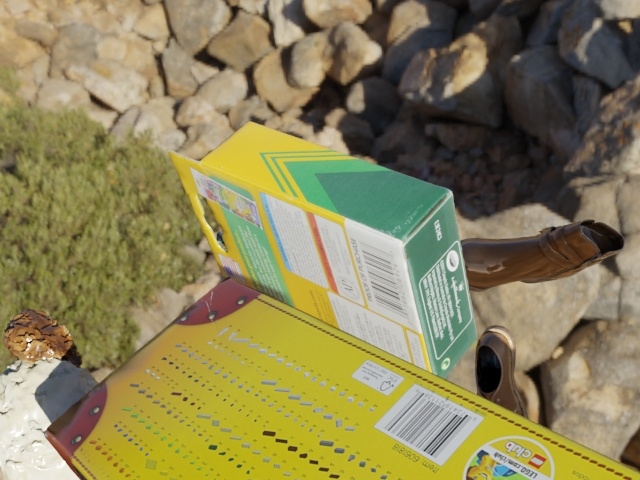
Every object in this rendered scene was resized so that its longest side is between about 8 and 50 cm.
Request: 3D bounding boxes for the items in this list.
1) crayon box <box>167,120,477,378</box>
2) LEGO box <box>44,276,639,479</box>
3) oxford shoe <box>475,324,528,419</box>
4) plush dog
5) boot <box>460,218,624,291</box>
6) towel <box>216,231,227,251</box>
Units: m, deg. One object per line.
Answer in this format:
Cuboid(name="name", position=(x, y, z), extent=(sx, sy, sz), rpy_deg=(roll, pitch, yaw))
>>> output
Cuboid(name="crayon box", position=(0.000, 0.000, 0.885), extent=(0.323, 0.203, 0.083), rpy_deg=(23, 55, 37))
Cuboid(name="LEGO box", position=(0.078, 0.275, 0.553), extent=(0.193, 0.372, 0.500), rpy_deg=(-40, 33, -23))
Cuboid(name="oxford shoe", position=(0.262, 0.241, 1.277), extent=(0.076, 0.212, 0.076), rpy_deg=(-6, 11, 31))
Cuboid(name="plush dog", position=(-0.285, 0.184, 0.733), extent=(0.225, 0.210, 0.262), rpy_deg=(-22, 86, -8))
Cuboid(name="boot", position=(0.268, 0.011, 1.065), extent=(0.197, 0.152, 0.073), rpy_deg=(0, 74, -34))
Cuboid(name="towel", position=(-0.024, 0.063, 1.827), extent=(0.370, 0.040, 0.271), rpy_deg=(-11, 57, -47))
